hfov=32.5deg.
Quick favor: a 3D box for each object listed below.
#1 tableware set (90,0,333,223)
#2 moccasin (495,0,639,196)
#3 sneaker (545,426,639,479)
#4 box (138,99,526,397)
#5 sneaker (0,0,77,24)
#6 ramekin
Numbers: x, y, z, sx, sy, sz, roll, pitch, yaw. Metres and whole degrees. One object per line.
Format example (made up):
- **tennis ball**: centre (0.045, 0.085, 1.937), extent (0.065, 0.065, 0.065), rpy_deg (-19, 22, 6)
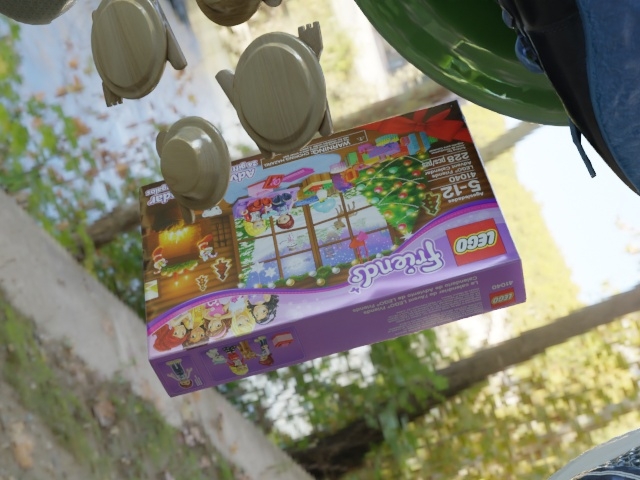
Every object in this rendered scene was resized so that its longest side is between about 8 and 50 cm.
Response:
- **tableware set**: centre (-0.064, -0.095, 0.609), extent (0.020, 0.169, 0.141), rpy_deg (-14, 80, -50)
- **moccasin**: centre (0.159, -0.166, 0.622), extent (0.342, 0.138, 0.117), rpy_deg (59, -5, -33)
- **sneaker**: centre (0.104, 0.157, 0.425), extent (0.121, 0.299, 0.112), rpy_deg (58, -27, 15)
- **box**: centre (0.000, 0.000, 0.903), extent (0.057, 0.293, 0.201), rpy_deg (72, 4, -46)
- **sneaker**: centre (-0.072, -0.141, 0.334), extent (0.061, 0.054, 0.152), rpy_deg (-47, 153, -68)
- **ramekin**: centre (0.162, -0.245, 0.833), extent (0.148, 0.303, 0.303), rpy_deg (-53, 144, -24)
